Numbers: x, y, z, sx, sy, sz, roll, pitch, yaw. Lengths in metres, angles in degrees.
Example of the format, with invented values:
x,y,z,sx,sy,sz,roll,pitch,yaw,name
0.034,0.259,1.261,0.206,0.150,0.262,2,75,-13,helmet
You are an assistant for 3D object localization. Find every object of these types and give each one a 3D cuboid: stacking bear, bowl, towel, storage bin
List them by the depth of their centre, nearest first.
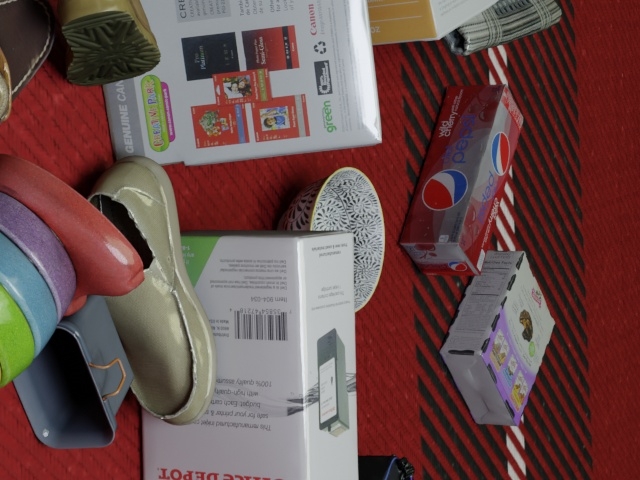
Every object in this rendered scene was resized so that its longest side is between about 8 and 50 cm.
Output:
x,y,z,sx,sy,sz,roll,pitch,yaw,name
-0.309,0.078,1.303,0.164,0.175,0.289,50,55,-15,stacking bear
-0.222,0.112,1.510,0.091,0.098,0.135,-62,141,-54,storage bin
0.000,0.000,1.880,0.170,0.080,0.170,0,90,-59,bowl
0.167,-0.392,2.041,0.324,0.056,0.312,58,33,5,towel

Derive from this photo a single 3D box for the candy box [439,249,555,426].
x,y,z,sx,sy,sz,roll,pitch,yaw,name
0.256,0.138,2.318,0.165,0.070,0.196,61,42,-39,candy box

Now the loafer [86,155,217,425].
x,y,z,sx,sy,sz,roll,pitch,yaw,name
-0.177,0.055,1.570,0.092,0.102,0.268,-20,97,-58,loafer

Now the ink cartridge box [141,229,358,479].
x,y,z,sx,sy,sz,roll,pitch,yaw,name
-0.074,0.127,1.645,0.115,0.198,0.273,-7,97,-60,ink cartridge box

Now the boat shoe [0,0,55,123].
x,y,z,sx,sy,sz,roll,pitch,yaw,name
-0.302,-0.115,1.332,0.342,0.123,0.123,-49,131,-49,boat shoe

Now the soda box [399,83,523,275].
x,y,z,sx,sy,sz,roll,pitch,yaw,name
0.193,-0.083,2.186,0.083,0.092,0.263,51,49,-46,soda box

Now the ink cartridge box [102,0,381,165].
x,y,z,sx,sy,sz,roll,pitch,yaw,name
-0.089,-0.241,1.635,0.130,0.272,0.309,-92,175,-78,ink cartridge box

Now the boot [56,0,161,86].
x,y,z,sx,sy,sz,roll,pitch,yaw,name
-0.214,-0.298,1.492,0.236,0.089,0.269,113,-35,-76,boot

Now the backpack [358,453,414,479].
x,y,z,sx,sy,sz,roll,pitch,yaw,name
0.061,0.361,1.952,0.158,0.117,0.173,-59,137,-40,backpack

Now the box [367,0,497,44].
x,y,z,sx,sy,sz,roll,pitch,yaw,name
0.040,-0.399,1.796,0.168,0.215,0.345,-37,118,-51,box
